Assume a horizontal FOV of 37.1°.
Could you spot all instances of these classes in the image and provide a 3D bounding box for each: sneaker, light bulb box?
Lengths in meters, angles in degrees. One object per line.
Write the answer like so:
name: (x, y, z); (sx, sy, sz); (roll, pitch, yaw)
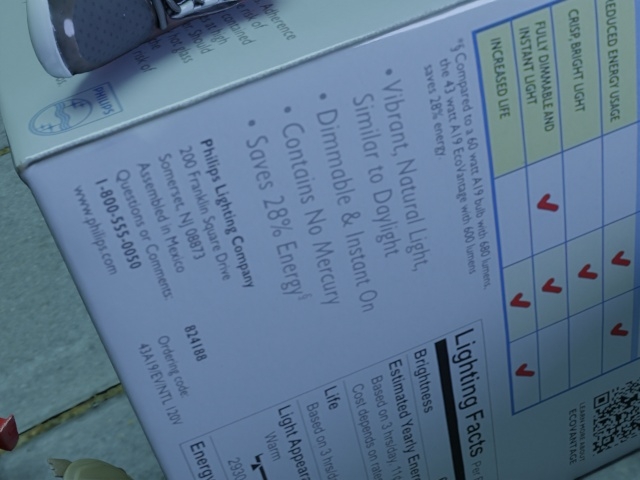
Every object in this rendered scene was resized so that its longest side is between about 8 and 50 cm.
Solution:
sneaker: (-0.055, -0.118, 0.392); (0.065, 0.061, 0.158); (15, 48, 25)
light bulb box: (0.044, -0.016, 0.568); (0.361, 0.358, 0.225); (-22, 39, -11)

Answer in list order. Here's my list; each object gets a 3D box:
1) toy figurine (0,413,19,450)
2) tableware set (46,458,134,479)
toy figurine: (-0.228, 0.223, 0.505); (0.217, 0.191, 0.362); (9, 43, 22)
tableware set: (-0.116, 0.186, 0.524); (0.168, 0.141, 0.020); (45, 105, 23)
